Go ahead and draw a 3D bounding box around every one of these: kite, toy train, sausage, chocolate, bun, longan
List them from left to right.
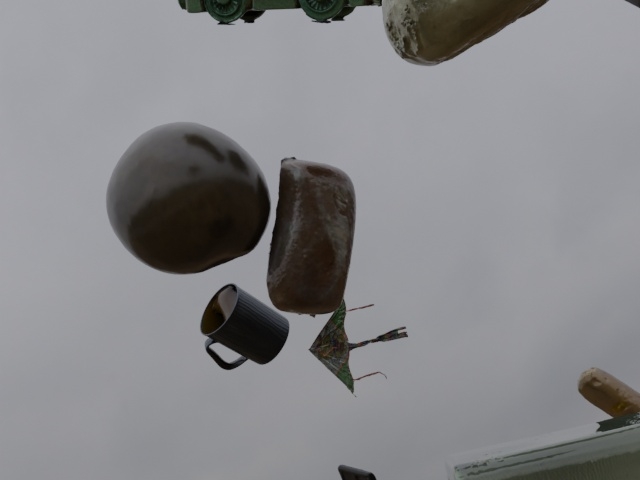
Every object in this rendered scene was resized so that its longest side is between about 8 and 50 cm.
[{"bbox_3d":[-0.207,-0.062,1.829,0.258,0.258,0.258,-20,-18,-7],"label":"longan"},{"bbox_3d":[-0.064,-0.405,1.750,0.326,0.159,0.129,1,10,17],"label":"toy train"},{"bbox_3d":[0.001,-0.001,1.878,0.161,0.261,0.083,5,0,-42],"label":"chocolate"},{"bbox_3d":[0.070,0.205,2.246,0.244,0.198,0.006,-13,-5,38],"label":"kite"},{"bbox_3d":[0.247,-0.447,1.949,0.326,0.234,0.362,-20,17,35],"label":"bun"},{"bbox_3d":[0.553,0.306,1.890,0.066,0.301,0.066,-51,-13,-16],"label":"sausage"}]

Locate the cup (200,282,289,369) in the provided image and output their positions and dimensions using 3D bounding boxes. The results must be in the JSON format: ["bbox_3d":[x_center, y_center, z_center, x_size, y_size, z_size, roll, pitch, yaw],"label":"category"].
[{"bbox_3d":[-0.155,0.172,2.251,0.138,0.113,0.150,34,-47,-27],"label":"cup"}]

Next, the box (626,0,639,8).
[{"bbox_3d":[0.562,-0.534,2.092,0.069,0.120,0.224,-37,-43,-13],"label":"box"}]

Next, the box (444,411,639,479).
[{"bbox_3d":[0.351,0.334,1.537,0.344,0.177,0.352,-13,-8,2],"label":"box"}]

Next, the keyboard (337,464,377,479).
[{"bbox_3d":[0.116,0.517,1.767,0.041,0.381,0.103,-21,10,-30],"label":"keyboard"}]
